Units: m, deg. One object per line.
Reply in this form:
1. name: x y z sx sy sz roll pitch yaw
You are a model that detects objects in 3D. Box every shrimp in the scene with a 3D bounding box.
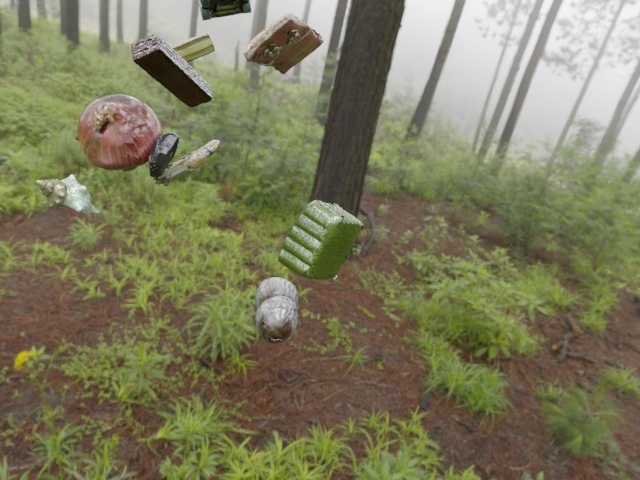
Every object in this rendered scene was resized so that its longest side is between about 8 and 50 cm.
1. shrimp: -0.596 -0.348 2.258 0.361 0.085 0.247 -30 21 13

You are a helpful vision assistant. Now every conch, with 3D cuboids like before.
1. conch: -0.804 -0.148 1.641 0.234 0.114 0.137 20 11 -41

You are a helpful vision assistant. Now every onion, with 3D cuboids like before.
1. onion: -0.847 -0.448 2.116 0.354 0.353 0.353 10 29 -6

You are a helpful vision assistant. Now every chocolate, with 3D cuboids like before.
1. chocolate: -0.103 0.156 1.182 0.110 0.110 0.248 8 13 -10

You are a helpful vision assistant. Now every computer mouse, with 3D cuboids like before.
1. computer mouse: -0.571 -0.318 1.816 0.074 0.121 0.217 18 36 -10

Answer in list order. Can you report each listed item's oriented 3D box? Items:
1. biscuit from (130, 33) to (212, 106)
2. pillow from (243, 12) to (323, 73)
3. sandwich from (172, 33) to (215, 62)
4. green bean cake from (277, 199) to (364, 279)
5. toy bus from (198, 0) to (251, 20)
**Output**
1. biscuit: -0.524 -0.599 1.825 0.108 0.073 0.388 -17 -15 12
2. pillow: -0.071 -0.403 1.043 0.043 0.126 0.232 59 20 0
3. sandwich: -0.529 -0.816 2.130 0.164 0.079 0.113 -21 33 4
4. green bean cake: 0.000 0.000 1.680 0.156 0.246 0.250 34 11 26
5. toy bus: -0.270 -0.718 1.353 0.152 0.190 0.312 -12 13 -8
